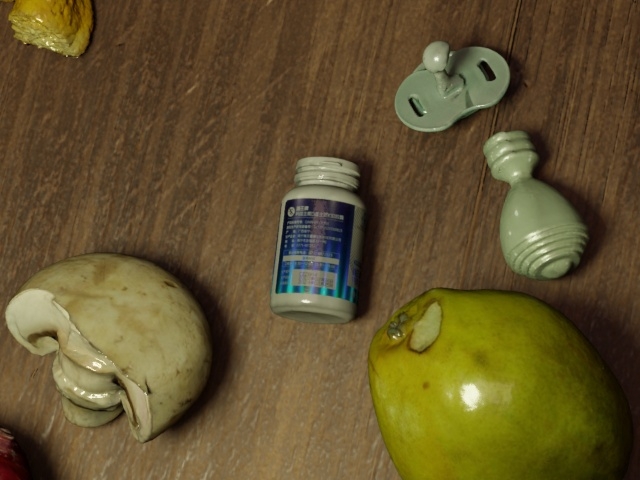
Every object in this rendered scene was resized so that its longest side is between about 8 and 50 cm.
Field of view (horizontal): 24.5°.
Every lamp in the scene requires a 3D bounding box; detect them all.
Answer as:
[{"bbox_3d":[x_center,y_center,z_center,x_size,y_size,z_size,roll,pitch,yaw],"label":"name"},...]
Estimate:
[{"bbox_3d":[0.256,-0.041,1.777,0.106,0.106,0.193,-18,65,4],"label":"lamp"}]

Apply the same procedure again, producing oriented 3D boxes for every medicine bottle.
[{"bbox_3d":[0.000,0.000,1.796,0.107,0.107,0.192,4,78,10],"label":"medicine bottle"}]

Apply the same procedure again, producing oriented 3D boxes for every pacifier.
[{"bbox_3d":[0.155,-0.206,1.821,0.150,0.117,0.127,-23,49,7],"label":"pacifier"}]

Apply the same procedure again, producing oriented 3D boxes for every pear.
[{"bbox_3d":[0.199,0.192,1.652,0.321,0.269,0.269,34,83,-4],"label":"pear"}]

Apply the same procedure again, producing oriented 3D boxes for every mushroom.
[{"bbox_3d":[-0.236,0.121,1.783,0.253,0.195,0.189,39,52,21],"label":"mushroom"}]

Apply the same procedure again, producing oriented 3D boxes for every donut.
[{"bbox_3d":[-0.415,-0.353,1.956,0.259,0.101,0.152,17,74,16],"label":"donut"}]

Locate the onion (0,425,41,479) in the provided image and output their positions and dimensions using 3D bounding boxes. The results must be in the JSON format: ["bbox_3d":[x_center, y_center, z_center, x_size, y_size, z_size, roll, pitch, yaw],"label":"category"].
[{"bbox_3d":[-0.481,0.329,1.712,0.314,0.232,0.314,-28,40,27],"label":"onion"}]
